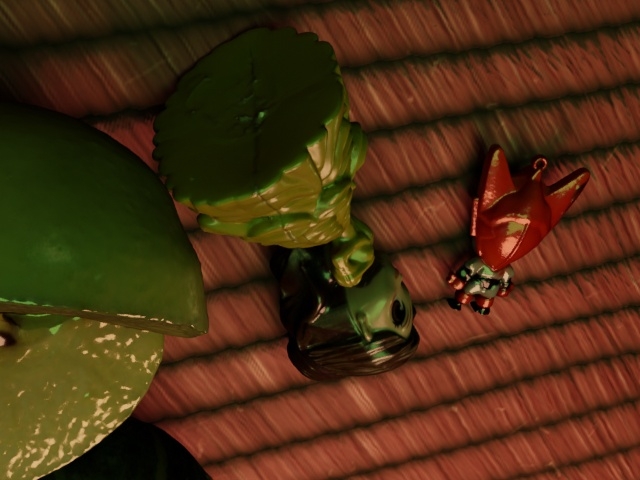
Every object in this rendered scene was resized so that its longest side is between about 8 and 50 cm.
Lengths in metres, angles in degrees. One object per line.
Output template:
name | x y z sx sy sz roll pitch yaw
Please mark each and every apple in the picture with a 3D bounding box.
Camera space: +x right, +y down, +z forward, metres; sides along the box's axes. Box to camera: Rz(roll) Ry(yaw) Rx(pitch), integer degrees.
apple | -0.235 0.026 0.914 0.258 0.233 0.295 -6 146 -31

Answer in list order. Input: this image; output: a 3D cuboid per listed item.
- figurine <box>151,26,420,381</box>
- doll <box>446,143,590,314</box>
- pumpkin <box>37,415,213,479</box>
figurine | 0.004 -0.002 1.058 0.168 0.187 0.315 -38 132 -6
doll | 0.172 -0.005 1.177 0.109 0.057 0.169 13 110 -24
pumpkin | -0.225 0.280 1.081 0.300 0.207 0.300 -5 103 -21
